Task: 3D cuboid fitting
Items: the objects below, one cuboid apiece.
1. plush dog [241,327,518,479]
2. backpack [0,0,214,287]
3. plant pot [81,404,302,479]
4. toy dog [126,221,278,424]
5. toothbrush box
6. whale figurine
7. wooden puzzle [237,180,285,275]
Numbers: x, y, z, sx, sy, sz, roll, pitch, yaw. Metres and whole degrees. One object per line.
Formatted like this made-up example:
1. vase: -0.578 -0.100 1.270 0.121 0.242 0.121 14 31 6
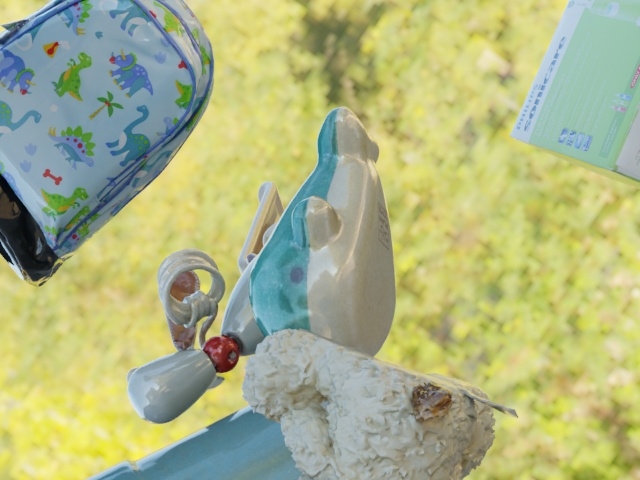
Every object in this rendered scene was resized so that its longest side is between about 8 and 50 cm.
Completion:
1. plush dog: 0.046 0.225 1.694 0.225 0.262 0.210 -71 20 1
2. backpack: -0.288 -0.163 2.228 0.355 0.290 0.273 -35 -2 -13
3. plant pot: -0.066 0.333 2.083 0.334 0.341 0.341 -31 -4 -8
4. toy dog: -0.112 0.086 2.195 0.333 0.161 0.220 -11 -71 -41
5. toothbrush box: 0.339 -0.166 1.970 0.206 0.122 0.283 -67 19 3
6. whale figurine: 0.000 0.000 1.950 0.216 0.141 0.272 40 -129 -65
7. wooden puzzle: -0.022 0.109 2.607 0.080 0.322 0.348 -16 20 8
